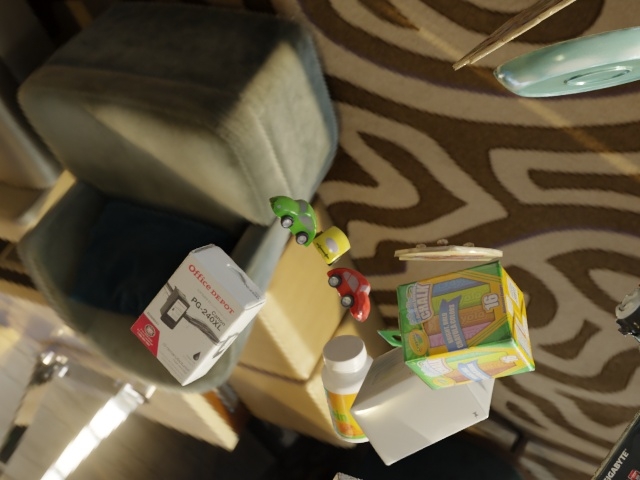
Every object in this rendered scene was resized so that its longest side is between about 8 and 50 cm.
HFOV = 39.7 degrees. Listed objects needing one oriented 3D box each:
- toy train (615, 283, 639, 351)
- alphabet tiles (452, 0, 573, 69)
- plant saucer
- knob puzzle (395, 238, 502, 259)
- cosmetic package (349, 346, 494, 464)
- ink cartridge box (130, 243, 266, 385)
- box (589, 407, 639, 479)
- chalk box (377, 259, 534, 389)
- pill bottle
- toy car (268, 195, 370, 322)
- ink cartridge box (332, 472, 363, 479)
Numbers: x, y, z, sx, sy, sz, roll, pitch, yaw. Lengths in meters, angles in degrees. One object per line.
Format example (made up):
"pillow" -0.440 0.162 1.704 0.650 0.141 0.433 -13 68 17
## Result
"toy train" 0.708 0.187 1.650 0.334 0.190 0.142 43 -170 -3
"alphabet tiles" 0.339 -0.345 1.244 0.285 0.342 0.011 -28 100 43
"plant saucer" 0.434 -0.275 1.394 0.317 0.317 0.043 -11 88 53
"knob puzzle" 0.230 0.015 1.591 0.213 0.030 0.213 1 174 0
"cosmetic package" 0.200 0.278 1.689 0.224 0.224 0.138 -32 98 22
"ink cartridge box" -0.160 0.096 1.161 0.109 0.063 0.150 45 113 11
"box" 0.609 0.396 1.562 0.175 0.220 0.051 37 174 12
"chalk box" 0.195 0.136 1.336 0.213 0.132 0.132 -17 147 22
"pill bottle" 0.076 0.354 2.139 0.136 0.136 0.245 11 128 34
"toy car" 0.000 0.000 1.456 0.225 0.053 0.239 48 -170 -33
"ink cartridge box" 0.070 0.647 1.761 0.198 0.270 0.197 23 -161 -17
